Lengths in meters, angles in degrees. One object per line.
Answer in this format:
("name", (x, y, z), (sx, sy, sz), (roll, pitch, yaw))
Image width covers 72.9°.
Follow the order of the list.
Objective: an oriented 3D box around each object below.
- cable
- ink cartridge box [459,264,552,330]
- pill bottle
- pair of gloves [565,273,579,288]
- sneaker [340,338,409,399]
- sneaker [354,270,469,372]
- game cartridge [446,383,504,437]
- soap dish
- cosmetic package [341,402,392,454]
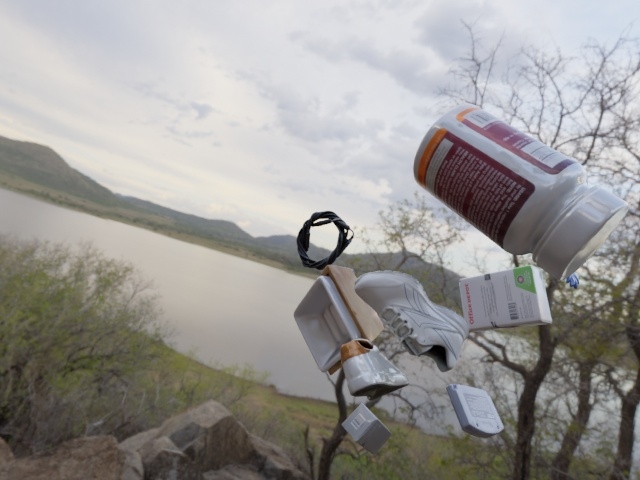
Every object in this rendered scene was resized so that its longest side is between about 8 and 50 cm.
("cable", (0.000, 0.000, 1.302), (0.150, 0.184, 0.047), (42, 1, 9))
("ink cartridge box", (0.670, 0.219, 1.587), (0.272, 0.199, 0.114), (-19, -25, 41))
("pill bottle", (0.410, -0.110, 0.934), (0.392, 0.224, 0.224), (46, 11, 32))
("pair of gloves", (0.922, 0.092, 1.669), (0.198, 0.159, 0.023), (32, -49, -18))
("sneaker", (0.121, 0.282, 0.970), (0.105, 0.123, 0.290), (-27, -29, 8))
("sneaker", (0.200, 0.173, 0.950), (0.297, 0.129, 0.111), (32, -43, -6))
("game cartridge", (0.639, 0.703, 1.779), (0.294, 0.060, 0.196), (24, 34, -38))
("soap dish", (0.045, 0.225, 1.216), (0.118, 0.229, 0.291), (-17, -24, -29))
("cosmetic package", (0.196, 0.785, 1.798), (0.107, 0.127, 0.238), (36, -13, 45))
